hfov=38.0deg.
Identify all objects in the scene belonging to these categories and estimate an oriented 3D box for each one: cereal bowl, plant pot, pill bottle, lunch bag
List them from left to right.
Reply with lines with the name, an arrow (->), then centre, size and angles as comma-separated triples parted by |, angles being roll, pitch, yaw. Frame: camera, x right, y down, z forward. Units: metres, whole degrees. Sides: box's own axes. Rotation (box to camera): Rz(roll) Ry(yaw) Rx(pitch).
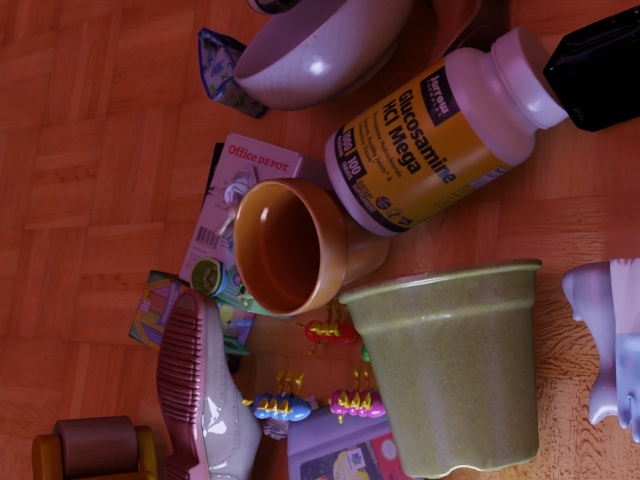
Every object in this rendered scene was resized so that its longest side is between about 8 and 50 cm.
lunch bag -> -0.155, -0.317, 1.715 | 0.096, 0.129, 0.151 | -41, 53, 23
plant pot -> 0.000, 0.000, 1.439 | 0.205, 0.188, 0.205 | 10, 104, 46
cereal bowl -> 0.025, -0.331, 1.515 | 0.339, 0.141, 0.339 | -37, 22, 18
pill bottle -> 0.184, -0.157, 1.345 | 0.334, 0.188, 0.187 | -32, 59, 30
plant pot -> 0.178, 0.174, 1.236 | 0.276, 0.276, 0.253 | -15, 80, 37

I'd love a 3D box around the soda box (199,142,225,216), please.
soda box -> -0.174, -0.094, 1.720 | 0.060, 0.053, 0.168 | 7, 83, 40

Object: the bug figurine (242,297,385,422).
bug figurine -> 0.023, 0.195, 1.396 | 0.216, 0.279, 0.072 | 4, 121, 26

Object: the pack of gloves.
pack of gloves -> 0.425, 0.133, 1.066 | 0.195, 0.046, 0.232 | -4, 89, 40

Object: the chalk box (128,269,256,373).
chalk box -> -0.209, 0.149, 1.633 | 0.213, 0.132, 0.132 | 20, 91, 40

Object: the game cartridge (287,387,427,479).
game cartridge -> 0.061, 0.371, 1.346 | 0.196, 0.060, 0.294 | -23, 62, 8

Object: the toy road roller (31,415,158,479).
toy road roller -> -0.359, 0.447, 1.585 | 0.240, 0.203, 0.329 | -43, 53, 52

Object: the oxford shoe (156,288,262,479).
oxford shoe -> -0.175, 0.272, 1.518 | 0.140, 0.147, 0.396 | 11, 103, 55

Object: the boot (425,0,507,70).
boot -> 0.196, -0.374, 1.454 | 0.220, 0.109, 0.283 | 43, 116, 45

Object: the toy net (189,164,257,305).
toy net -> -0.140, -0.015, 1.521 | 0.122, 0.045, 0.232 | 8, 85, 40

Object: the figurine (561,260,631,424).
figurine -> 0.416, 0.124, 1.147 | 0.215, 0.092, 0.209 | -13, 74, 38

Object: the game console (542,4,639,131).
game console -> 0.462, -0.242, 1.131 | 0.361, 0.213, 0.043 | -20, 65, 23

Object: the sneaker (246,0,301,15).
sneaker -> -0.006, -0.475, 1.531 | 0.271, 0.100, 0.108 | -51, 32, 1

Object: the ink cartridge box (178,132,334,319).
ink cartridge box -> -0.105, -0.027, 1.603 | 0.198, 0.115, 0.272 | 22, 93, 41

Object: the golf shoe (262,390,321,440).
golf shoe -> -0.016, 0.291, 1.477 | 0.176, 0.069, 0.086 | 13, 81, 40
